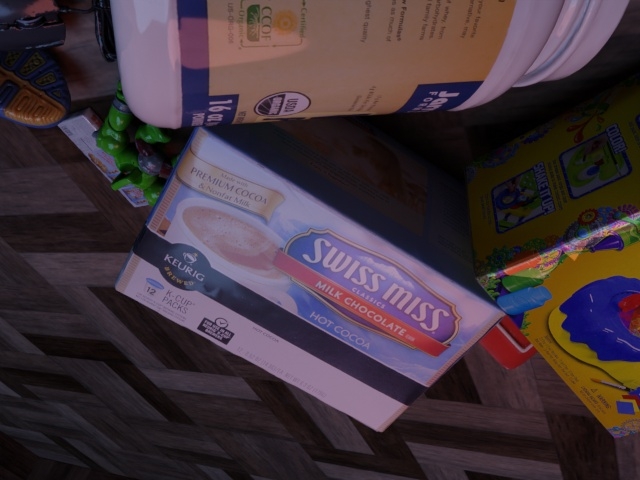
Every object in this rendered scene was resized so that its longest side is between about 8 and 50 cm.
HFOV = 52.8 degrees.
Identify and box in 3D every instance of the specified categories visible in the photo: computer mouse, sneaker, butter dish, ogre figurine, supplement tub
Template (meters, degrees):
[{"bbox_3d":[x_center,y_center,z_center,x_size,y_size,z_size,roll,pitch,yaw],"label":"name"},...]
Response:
[{"bbox_3d":[-0.352,-0.282,0.718,0.262,0.060,0.184,10,143,-1],"label":"computer mouse"},{"bbox_3d":[-0.460,-0.228,0.859,0.297,0.111,0.131,30,155,1],"label":"sneaker"},{"bbox_3d":[0.244,0.056,0.833,0.160,0.118,0.160,-43,118,6],"label":"butter dish"},{"bbox_3d":[-0.227,-0.116,0.871,0.118,0.096,0.197,-22,138,30],"label":"ogre figurine"},{"bbox_3d":[0.021,-0.197,0.433,0.316,0.228,0.228,-6,147,-14],"label":"supplement tub"}]

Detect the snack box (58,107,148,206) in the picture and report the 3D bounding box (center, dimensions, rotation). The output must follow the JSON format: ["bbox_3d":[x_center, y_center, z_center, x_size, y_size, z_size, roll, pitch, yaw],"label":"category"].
[{"bbox_3d":[-0.311,-0.120,0.970,0.064,0.022,0.178,-7,135,33],"label":"snack box"}]

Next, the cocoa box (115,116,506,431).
[{"bbox_3d":[0.000,0.000,0.730,0.347,0.231,0.228,31,123,-9],"label":"cocoa box"}]

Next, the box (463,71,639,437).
[{"bbox_3d":[0.335,0.009,0.611,0.279,0.177,0.290,-29,122,30],"label":"box"}]
